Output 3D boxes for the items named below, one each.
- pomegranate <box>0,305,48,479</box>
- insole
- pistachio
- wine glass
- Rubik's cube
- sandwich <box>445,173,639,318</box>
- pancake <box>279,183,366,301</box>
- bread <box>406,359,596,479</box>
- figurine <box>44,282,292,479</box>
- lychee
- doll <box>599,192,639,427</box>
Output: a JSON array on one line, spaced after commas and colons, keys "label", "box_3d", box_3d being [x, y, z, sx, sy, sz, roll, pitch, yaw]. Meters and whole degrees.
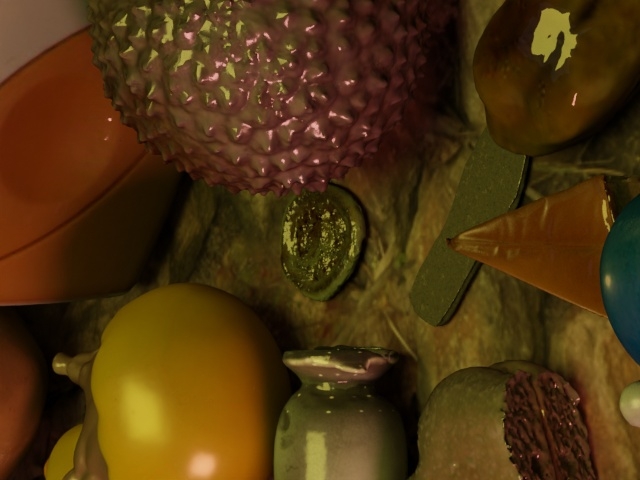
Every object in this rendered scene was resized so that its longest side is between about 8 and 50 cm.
[{"label": "pomegranate", "box_3d": [-0.429, 0.138, 1.758, 0.332, 0.332, 0.333, -2, 88, 45]}, {"label": "insole", "box_3d": [0.123, -0.017, 1.400, 0.063, 0.010, 0.192, 42, 117, 38]}, {"label": "pistachio", "box_3d": [0.179, -0.133, 1.283, 0.189, 0.100, 0.110, -47, 52, 31]}, {"label": "wine glass", "box_3d": [0.017, 0.186, 1.430, 0.111, 0.111, 0.204, -4, 83, 45]}, {"label": "Rubik's cube", "box_3d": [-0.334, -0.159, 1.627, 0.351, 0.347, 0.352, 37, 114, 40]}, {"label": "sandwich", "box_3d": [0.181, 0.029, 1.291, 0.163, 0.079, 0.113, -22, 74, 43]}, {"label": "pancake", "box_3d": [0.000, 0.001, 1.521, 0.108, 0.017, 0.108, -7, 81, 48]}, {"label": "bread", "box_3d": [0.137, 0.264, 1.318, 0.183, 0.102, 0.337, -22, 75, 46]}, {"label": "figurine", "box_3d": [-0.158, 0.183, 1.572, 0.344, 0.187, 0.215, -46, 46, 42]}, {"label": "lychee", "box_3d": [-0.059, -0.180, 1.403, 0.300, 0.300, 0.300, -2, 88, 45]}, {"label": "doll", "box_3d": [0.292, 0.068, 1.142, 0.215, 0.161, 0.257, -23, 87, 15]}]
